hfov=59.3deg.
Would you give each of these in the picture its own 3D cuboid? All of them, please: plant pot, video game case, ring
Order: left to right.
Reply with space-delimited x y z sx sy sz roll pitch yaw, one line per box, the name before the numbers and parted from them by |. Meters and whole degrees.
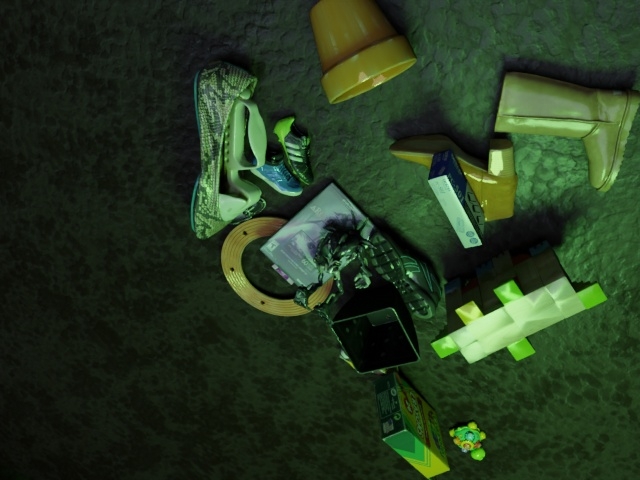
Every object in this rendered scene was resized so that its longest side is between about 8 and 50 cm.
ring | -0.124 0.076 1.623 0.336 0.032 0.337 8 122 12
video game case | 0.000 0.000 1.507 0.274 0.026 0.196 -41 104 18
plant pot | 0.072 -0.418 1.183 0.205 0.205 0.188 -22 97 26
plant pot | 0.163 0.229 1.554 0.187 0.167 0.188 -18 113 25

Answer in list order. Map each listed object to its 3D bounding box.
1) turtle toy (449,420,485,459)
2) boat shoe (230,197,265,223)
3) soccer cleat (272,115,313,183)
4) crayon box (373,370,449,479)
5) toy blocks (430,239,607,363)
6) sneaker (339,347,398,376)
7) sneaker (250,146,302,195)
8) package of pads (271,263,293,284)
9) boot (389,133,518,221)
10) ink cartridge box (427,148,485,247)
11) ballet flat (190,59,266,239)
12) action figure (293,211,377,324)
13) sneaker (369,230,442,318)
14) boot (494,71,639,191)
turtle toy | 0.471 0.634 1.771 0.095 0.066 0.130 -34 107 30
boat shoe | -0.206 -0.079 1.547 0.125 0.038 0.046 -19 114 25
soccer cleat | -0.052 -0.224 1.405 0.072 0.060 0.179 -19 111 23
crayon box | 0.281 0.557 1.667 0.081 0.202 0.318 -30 125 18
toy blocks | 0.454 0.128 1.371 0.381 0.261 0.191 -32 106 22
sneaker | 0.147 0.368 1.709 0.185 0.070 0.084 31 139 -4
sneaker | -0.104 -0.181 1.444 0.152 0.058 0.085 34 132 2
package of pads | -0.091 0.081 1.578 0.083 0.032 0.050 44 117 -13
boot | 0.312 -0.136 1.334 0.294 0.104 0.211 5 129 19
ink cartridge box | 0.306 -0.091 1.250 0.046 0.097 0.207 -15 127 33
ballet flat | -0.226 -0.192 1.403 0.181 0.164 0.483 18 120 15
action figure | 0.044 0.067 1.444 0.164 0.276 0.141 25 161 22
sneaker | 0.228 0.078 1.489 0.267 0.106 0.101 55 145 -9
boot | 0.517 -0.237 1.228 0.269 0.089 0.236 9 115 12
